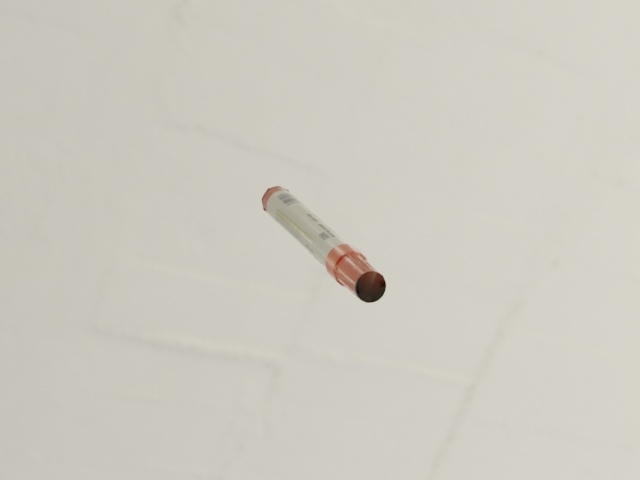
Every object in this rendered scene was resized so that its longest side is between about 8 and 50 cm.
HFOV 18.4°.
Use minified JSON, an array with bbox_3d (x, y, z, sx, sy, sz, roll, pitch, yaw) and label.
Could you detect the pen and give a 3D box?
[{"bbox_3d":[0.000,0.000,1.468,0.028,0.239,0.028,-5,-72,-17],"label":"pen"}]
